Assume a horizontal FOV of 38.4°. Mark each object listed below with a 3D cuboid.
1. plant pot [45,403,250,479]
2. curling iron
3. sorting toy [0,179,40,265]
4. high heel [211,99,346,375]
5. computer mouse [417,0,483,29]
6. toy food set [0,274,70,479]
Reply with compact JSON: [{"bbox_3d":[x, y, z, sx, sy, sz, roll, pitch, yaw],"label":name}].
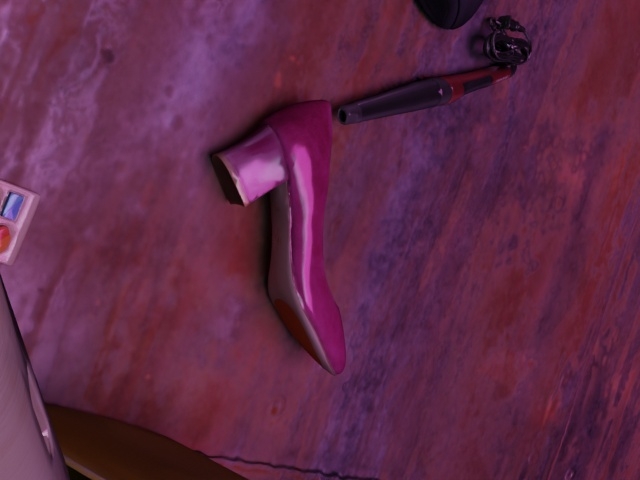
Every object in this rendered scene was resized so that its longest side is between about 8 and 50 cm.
[{"bbox_3d":[-0.155,0.241,0.682,0.187,0.212,0.212,8,96,-52],"label":"plant pot"},{"bbox_3d":[0.116,-0.162,0.908,0.274,0.035,0.068,-27,114,-33],"label":"curling iron"},{"bbox_3d":[-0.241,-0.004,0.660,0.062,0.012,0.083,24,85,-42],"label":"sorting toy"},{"bbox_3d":[0.000,0.000,0.822,0.117,0.082,0.244,-31,107,-20],"label":"high heel"},{"bbox_3d":[0.081,-0.284,0.826,0.184,0.060,0.262,-46,127,-24],"label":"computer mouse"},{"bbox_3d":[-0.266,0.140,0.410,0.306,0.092,0.219,-25,147,-24],"label":"toy food set"}]
